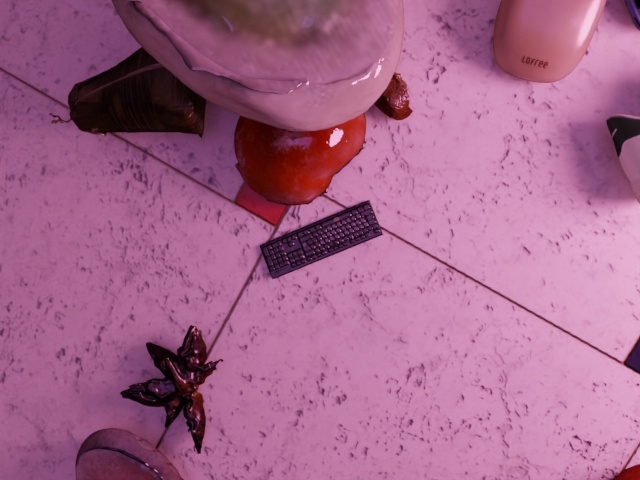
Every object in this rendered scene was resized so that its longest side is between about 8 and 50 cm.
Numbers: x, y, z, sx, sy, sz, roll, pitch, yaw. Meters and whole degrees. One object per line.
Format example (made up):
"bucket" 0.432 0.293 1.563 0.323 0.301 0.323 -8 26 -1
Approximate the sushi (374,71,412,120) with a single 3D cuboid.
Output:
"sushi" 0.100 -0.244 1.056 0.055 0.052 0.120 -40 83 -10

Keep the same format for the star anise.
"star anise" -0.248 0.238 1.129 0.157 0.053 0.212 12 96 7

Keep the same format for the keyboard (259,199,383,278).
"keyboard" 0.000 0.000 1.103 0.198 0.010 0.064 -23 87 9

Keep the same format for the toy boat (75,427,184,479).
"toy boat" -0.311 0.409 1.144 0.155 0.085 0.227 -41 97 17

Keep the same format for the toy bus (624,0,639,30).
"toy bus" 0.579 -0.397 0.933 0.292 0.133 0.126 -17 90 9

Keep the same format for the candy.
"candy" -0.073 -0.336 0.981 0.386 0.186 0.427 -34 72 -15

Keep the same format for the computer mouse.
"computer mouse" 0.341 -0.352 0.990 0.145 0.082 0.237 20 102 7

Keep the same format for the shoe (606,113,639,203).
"shoe" 0.584 -0.201 0.949 0.363 0.132 0.160 -30 83 13

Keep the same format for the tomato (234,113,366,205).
"tomato" -0.045 -0.170 1.055 0.199 0.112 0.228 38 95 8

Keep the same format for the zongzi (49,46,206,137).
"zongzi" -0.294 -0.288 1.104 0.247 0.111 0.241 0 74 15

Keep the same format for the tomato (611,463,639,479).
"tomato" 0.492 0.404 0.978 0.200 0.140 0.233 -35 121 15
